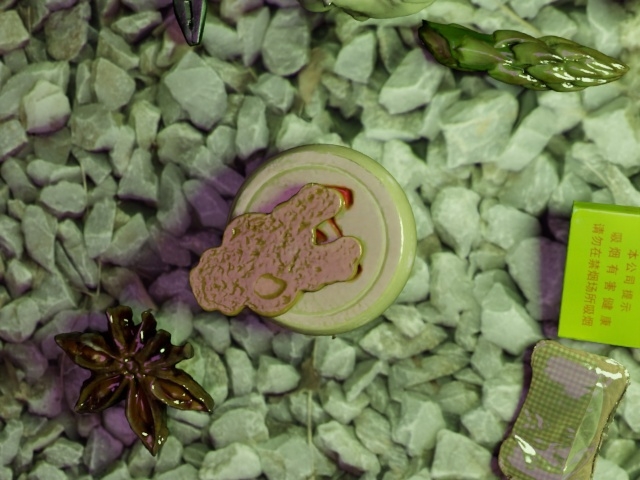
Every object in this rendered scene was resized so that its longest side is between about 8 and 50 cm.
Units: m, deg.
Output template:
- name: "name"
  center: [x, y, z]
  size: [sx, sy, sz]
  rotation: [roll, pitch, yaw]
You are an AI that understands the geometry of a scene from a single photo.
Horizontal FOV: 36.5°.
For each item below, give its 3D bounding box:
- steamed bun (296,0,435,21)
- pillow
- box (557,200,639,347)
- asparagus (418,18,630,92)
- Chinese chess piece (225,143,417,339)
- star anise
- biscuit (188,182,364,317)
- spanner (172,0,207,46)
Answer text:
- name: "steamed bun"
  center: [0.063, -0.433, 1.271]
  size: [0.275, 0.206, 0.320]
  rotation: [-32, 86, 25]
- name: "pillow"
  center: [0.331, 0.249, 1.326]
  size: [0.135, 0.034, 0.211]
  rotation: [18, 96, 8]
- name: "box"
  center: [0.486, 0.057, 1.252]
  size: [0.335, 0.047, 0.187]
  rotation: [6, 108, 14]
- name: "asparagus"
  center: [0.268, -0.243, 1.303]
  size: [0.287, 0.080, 0.080]
  rotation: [9, 93, 9]
- name: "Chinese chess piece"
  center: [0.000, 0.000, 1.344]
  size: [0.273, 0.102, 0.273]
  rotation: [0, 92, 11]
- name: "star anise"
  center: [-0.264, 0.199, 1.407]
  size: [0.214, 0.099, 0.220]
  rotation: [-27, 92, 24]
- name: "biscuit"
  center: [-0.062, 0.024, 1.287]
  size: [0.236, 0.040, 0.144]
  rotation: [-25, 79, 11]
- name: "spanner"
  center: [-0.200, -0.442, 1.399]
  size: [0.096, 0.040, 0.324]
  rotation: [-6, 89, 10]
